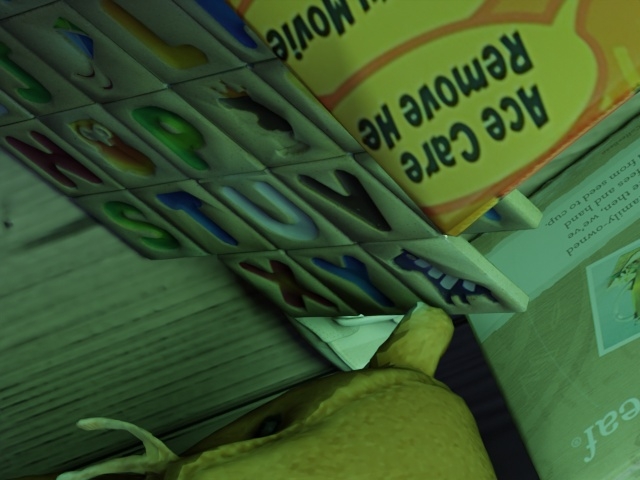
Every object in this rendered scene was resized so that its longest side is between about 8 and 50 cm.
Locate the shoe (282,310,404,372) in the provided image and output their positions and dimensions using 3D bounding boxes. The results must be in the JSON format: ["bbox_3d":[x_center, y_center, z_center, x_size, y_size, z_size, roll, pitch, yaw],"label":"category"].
[{"bbox_3d":[0.000,0.000,0.839,0.077,0.058,0.219,-25,122,5],"label":"shoe"}]

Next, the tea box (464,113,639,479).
[{"bbox_3d":[0.300,0.066,0.845,0.329,0.220,0.323,-37,122,11],"label":"tea box"}]

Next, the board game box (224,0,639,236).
[{"bbox_3d":[0.090,-0.294,0.359,0.356,0.356,0.356,47,141,-1],"label":"board game box"}]

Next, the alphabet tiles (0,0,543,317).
[{"bbox_3d":[-0.077,-0.063,0.690,0.342,0.285,0.011,40,65,-29],"label":"alphabet tiles"}]

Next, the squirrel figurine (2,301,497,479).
[{"bbox_3d":[-0.016,0.191,0.805,0.397,0.281,0.370,15,135,-38],"label":"squirrel figurine"}]
